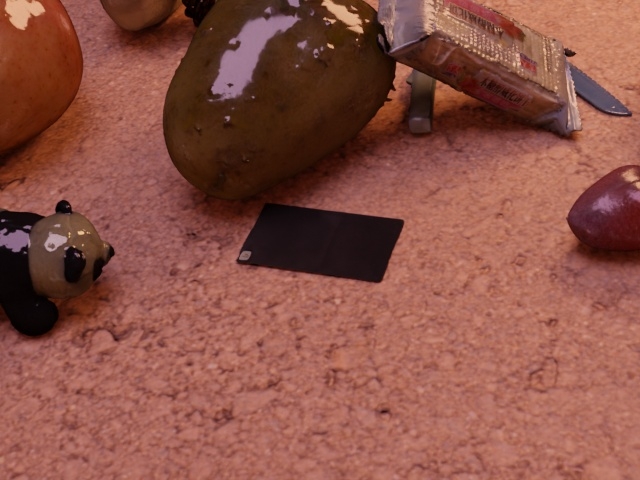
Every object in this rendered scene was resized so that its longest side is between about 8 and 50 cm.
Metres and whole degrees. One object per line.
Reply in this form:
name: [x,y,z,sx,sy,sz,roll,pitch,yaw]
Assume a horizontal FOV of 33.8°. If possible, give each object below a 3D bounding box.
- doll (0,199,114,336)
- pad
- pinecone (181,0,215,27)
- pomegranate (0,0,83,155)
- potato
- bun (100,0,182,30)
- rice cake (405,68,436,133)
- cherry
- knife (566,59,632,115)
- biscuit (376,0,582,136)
doll: [-0.370,0.027,1.278,0.234,0.135,0.143,4,46,10]
pad: [0.000,0.000,1.323,0.193,0.004,0.116,7,45,18]
pinecone: [-0.163,-0.406,1.702,0.140,0.140,0.120,-12,57,-2]
pomegranate: [-0.513,-0.277,1.497,0.338,0.338,0.338,-6,42,5]
potato: [-0.071,-0.216,1.410,0.270,0.219,0.359,41,63,16]
bun: [-0.287,-0.468,1.727,0.160,0.259,0.259,31,51,2]
rice cake: [0.143,-0.212,1.507,0.042,0.030,0.180,-4,41,12]
cherry: [0.357,-0.037,1.233,0.126,0.087,0.106,-15,46,23]
knife: [0.339,-0.254,1.528,0.044,0.019,0.313,-23,46,-18]
biscuit: [0.211,-0.253,1.416,0.309,0.079,0.186,24,44,-17]
